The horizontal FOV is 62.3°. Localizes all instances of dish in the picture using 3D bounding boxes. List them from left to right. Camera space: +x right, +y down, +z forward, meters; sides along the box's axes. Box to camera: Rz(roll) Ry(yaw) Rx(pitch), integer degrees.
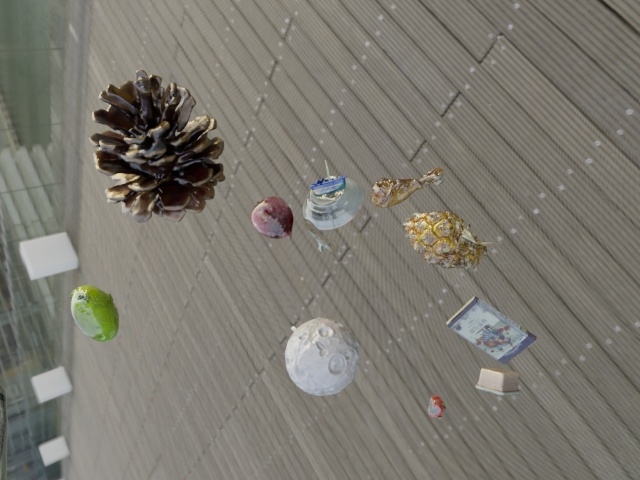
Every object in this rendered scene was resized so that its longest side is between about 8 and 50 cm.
[{"bbox_3d":[0.038,-0.170,2.054,0.260,0.260,0.085,35,164,40],"label":"dish"}]

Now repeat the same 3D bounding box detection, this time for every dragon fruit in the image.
[{"bbox_3d":[0.440,0.630,1.989,0.056,0.060,0.083,-108,27,-71],"label":"dragon fruit"}]

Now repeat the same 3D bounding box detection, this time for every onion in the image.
[{"bbox_3d":[-0.165,-0.068,1.956,0.195,0.159,0.160,52,139,23],"label":"onion"}]

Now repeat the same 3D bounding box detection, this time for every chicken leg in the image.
[{"bbox_3d":[0.281,-0.173,1.716,0.087,0.251,0.107,56,-158,-48],"label":"chicken leg"}]

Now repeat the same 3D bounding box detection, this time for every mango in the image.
[{"bbox_3d":[-0.577,0.191,1.374,0.119,0.100,0.179,-114,9,-50],"label":"mango"}]

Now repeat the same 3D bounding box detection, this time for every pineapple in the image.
[{"bbox_3d":[0.433,0.005,1.814,0.334,0.161,0.158,31,145,9],"label":"pineapple"}]

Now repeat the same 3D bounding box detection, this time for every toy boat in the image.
[{"bbox_3d":[0.027,-0.209,1.740,0.175,0.091,0.110,-2,107,55],"label":"toy boat"}]

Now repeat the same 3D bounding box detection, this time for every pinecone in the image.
[{"bbox_3d":[-0.436,-0.255,1.369,0.384,0.384,0.385,25,123,45],"label":"pinecone"}]

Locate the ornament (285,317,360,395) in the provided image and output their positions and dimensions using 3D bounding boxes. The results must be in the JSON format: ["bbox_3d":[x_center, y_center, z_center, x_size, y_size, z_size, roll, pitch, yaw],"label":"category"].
[{"bbox_3d":[0.011,0.511,2.313,0.337,0.337,0.337,25,123,45],"label":"ornament"}]

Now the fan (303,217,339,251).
[{"bbox_3d":[0.000,0.000,1.784,0.152,0.008,0.227,39,166,9],"label":"fan"}]

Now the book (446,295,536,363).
[{"bbox_3d":[0.534,0.288,1.670,0.231,0.026,0.157,34,131,1],"label":"book"}]

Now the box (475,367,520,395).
[{"bbox_3d":[0.511,0.401,1.513,0.089,0.122,0.062,4,83,46],"label":"box"}]

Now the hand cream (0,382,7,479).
[{"bbox_3d":[-0.659,0.380,1.018,0.078,0.124,0.341,-56,35,11],"label":"hand cream"}]
